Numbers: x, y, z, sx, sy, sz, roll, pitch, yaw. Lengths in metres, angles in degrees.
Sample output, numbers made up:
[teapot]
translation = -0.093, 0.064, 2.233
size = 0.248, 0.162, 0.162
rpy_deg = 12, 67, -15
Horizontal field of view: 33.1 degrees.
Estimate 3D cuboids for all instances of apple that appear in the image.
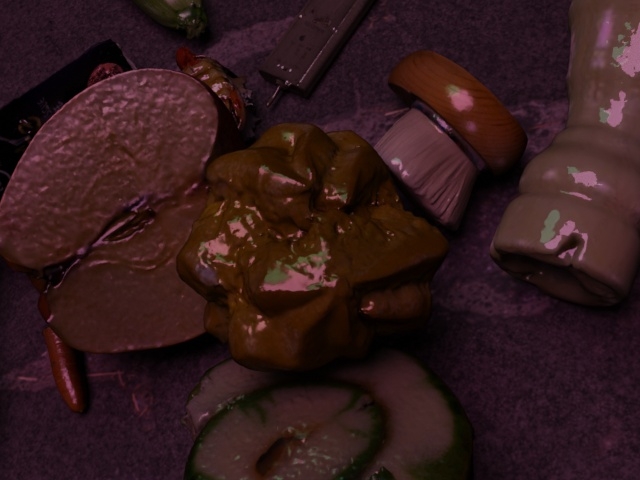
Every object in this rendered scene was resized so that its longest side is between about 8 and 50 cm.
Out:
[apple]
translation = -0.246, -0.030, 1.450
size = 0.365, 0.295, 0.328
rpy_deg = -33, 52, -1

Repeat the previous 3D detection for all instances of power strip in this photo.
[power strip]
translation = -0.009, -0.310, 1.651
size = 0.092, 0.034, 0.268
rpy_deg = 27, 76, 28

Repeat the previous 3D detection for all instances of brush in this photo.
[brush]
translation = 0.143, -0.148, 1.453
size = 0.166, 0.174, 0.266
rpy_deg = -45, 38, 5

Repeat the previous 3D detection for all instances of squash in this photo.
[squash]
translation = -0.304, -0.463, 1.793
size = 0.107, 0.107, 0.395
rpy_deg = -39, 59, -2

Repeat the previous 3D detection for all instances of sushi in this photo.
[sushi]
translation = -0.154, -0.217, 1.626
size = 0.097, 0.103, 0.226
rpy_deg = -46, 58, 26

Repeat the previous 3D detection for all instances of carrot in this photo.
[carrot]
translation = -0.360, 0.182, 1.528
size = 0.048, 0.048, 0.139
rpy_deg = -25, 60, 7

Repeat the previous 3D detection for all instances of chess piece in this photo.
[chess piece]
translation = 0.369, -0.147, 1.335
size = 0.234, 0.234, 0.442
rpy_deg = 18, 76, 26

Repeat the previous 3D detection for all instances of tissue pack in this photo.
[tissue pack]
translation = -0.389, -0.136, 1.651
size = 0.332, 0.123, 0.245
rpy_deg = -36, 56, 0

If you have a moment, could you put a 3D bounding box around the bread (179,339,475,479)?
[bread]
translation = -0.013, 0.260, 1.233
size = 0.382, 0.129, 0.366
rpy_deg = 18, 44, 33

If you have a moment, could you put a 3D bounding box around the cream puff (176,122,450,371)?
[cream puff]
translation = 0.004, -0.007, 1.279
size = 0.270, 0.323, 0.274
rpy_deg = -1, 106, 50
